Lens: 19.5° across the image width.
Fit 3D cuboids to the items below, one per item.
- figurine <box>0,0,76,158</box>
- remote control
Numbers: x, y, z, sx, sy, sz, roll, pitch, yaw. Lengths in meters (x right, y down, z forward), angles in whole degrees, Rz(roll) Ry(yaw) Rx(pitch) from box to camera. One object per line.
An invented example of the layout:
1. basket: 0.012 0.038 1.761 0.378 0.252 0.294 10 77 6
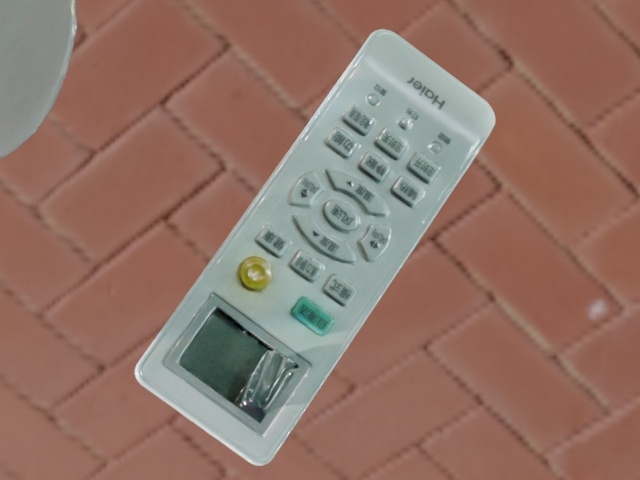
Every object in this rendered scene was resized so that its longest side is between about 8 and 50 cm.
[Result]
1. figurine: -0.250 -0.121 0.967 0.236 0.133 0.176 20 143 24
2. remote control: 0.000 0.000 1.196 0.103 0.293 0.051 37 160 -5
